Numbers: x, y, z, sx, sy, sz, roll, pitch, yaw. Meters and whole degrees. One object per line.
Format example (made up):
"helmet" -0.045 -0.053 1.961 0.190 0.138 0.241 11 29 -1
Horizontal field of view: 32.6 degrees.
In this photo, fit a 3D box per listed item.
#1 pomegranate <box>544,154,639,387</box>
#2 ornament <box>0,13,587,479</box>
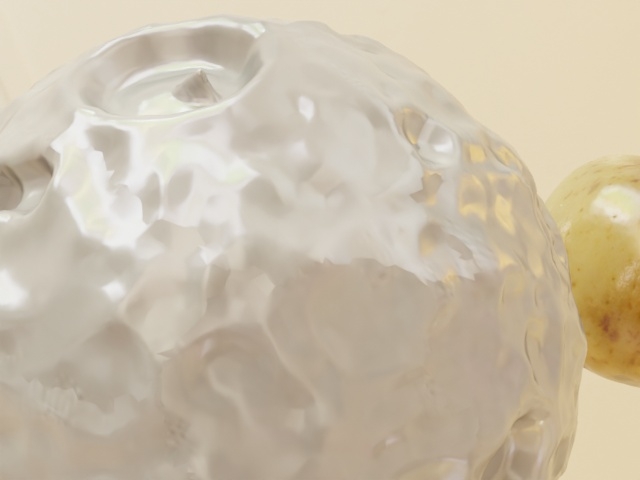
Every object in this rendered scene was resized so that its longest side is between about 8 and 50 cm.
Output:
"pomegranate" 0.292 0.019 0.971 0.215 0.215 0.215 0 -89 -20
"ornament" -0.039 0.047 0.544 0.337 0.337 0.337 0 -89 -20
